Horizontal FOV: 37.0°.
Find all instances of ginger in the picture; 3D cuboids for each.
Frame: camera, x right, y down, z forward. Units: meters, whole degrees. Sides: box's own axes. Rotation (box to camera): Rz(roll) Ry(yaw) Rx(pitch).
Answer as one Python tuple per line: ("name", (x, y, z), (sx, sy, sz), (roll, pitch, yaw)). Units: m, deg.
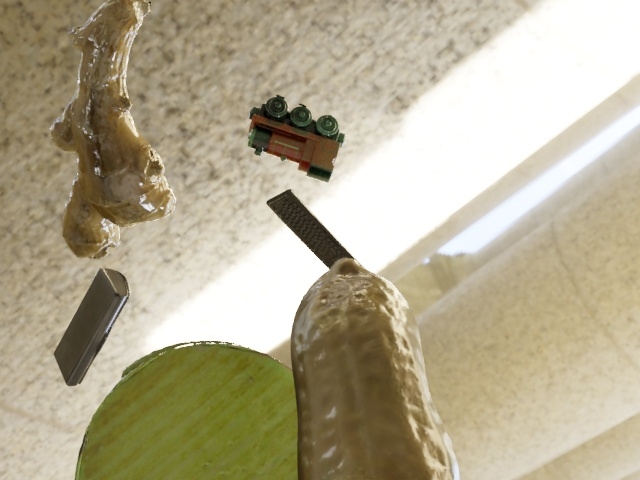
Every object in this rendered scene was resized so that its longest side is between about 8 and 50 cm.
("ginger", (-0.233, -0.107, 1.067), (0.147, 0.334, 0.081), (19, -145, 23))

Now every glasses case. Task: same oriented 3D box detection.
("glasses case", (-0.349, 0.133, 1.465), (0.042, 0.191, 0.072), (12, -148, -38))

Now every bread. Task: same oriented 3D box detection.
("bread", (-0.121, 0.256, 1.033), (0.301, 0.045, 0.301), (3, -103, -14))

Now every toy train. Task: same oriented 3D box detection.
("toy train", (-0.027, -0.104, 0.977), (0.103, 0.044, 0.064), (19, -112, -4))

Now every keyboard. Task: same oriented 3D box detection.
("keyboard", (0.000, 0.000, 1.148), (0.155, 0.053, 0.010), (46, -128, -16))

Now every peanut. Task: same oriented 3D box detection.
("peanut", (0.032, 0.120, 0.691), (0.120, 0.110, 0.236), (32, -142, -44))
